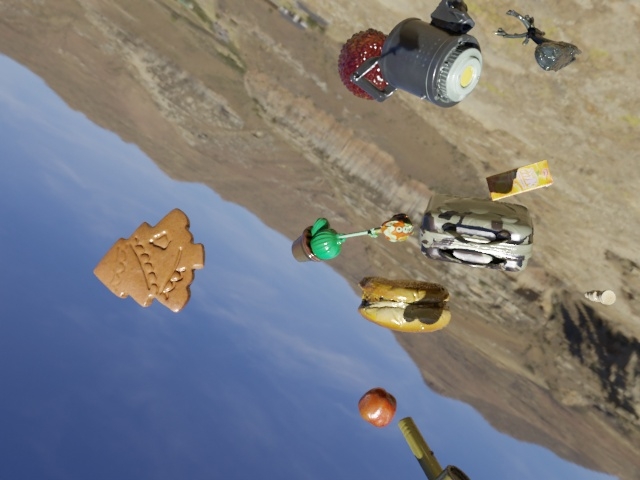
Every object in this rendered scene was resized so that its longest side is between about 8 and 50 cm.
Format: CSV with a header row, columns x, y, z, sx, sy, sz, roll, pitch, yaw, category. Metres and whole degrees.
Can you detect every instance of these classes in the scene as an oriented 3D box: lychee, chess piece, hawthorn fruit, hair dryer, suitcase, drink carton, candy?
x,y,z,sx,sy,sz,roll,pitch,yaw,category
0.204,-0.700,2.354,0.276,0.275,0.304,33,163,-33,lychee
0.673,0.135,1.429,0.035,0.035,0.092,34,176,-5,chess piece
0.185,0.532,1.880,0.128,0.128,0.128,34,-178,-2,hawthorn fruit
0.251,0.541,1.403,0.090,0.135,0.278,29,-164,-30,hair dryer
0.485,-0.028,1.825,0.352,0.193,0.339,9,-158,14,suitcase
0.739,-0.223,2.190,0.071,0.223,0.096,-13,-93,-74,drink carton
0.091,-0.015,1.042,0.056,0.048,0.185,5,171,-36,candy

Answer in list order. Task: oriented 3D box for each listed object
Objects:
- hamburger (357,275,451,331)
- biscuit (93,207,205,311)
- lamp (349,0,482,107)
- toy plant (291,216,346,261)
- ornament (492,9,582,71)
x,y,z,sx,sy,sz,roll,pitch,yaw,category
0.279,0.209,1.932,0.315,0.170,0.290,5,-179,-9,hamburger
-0.451,0.061,1.539,0.043,0.307,0.283,61,-160,-70,biscuit
0.309,-0.492,1.662,0.205,0.374,0.272,21,-149,-50,lamp
0.000,0.000,1.848,0.105,0.201,0.142,23,-129,-48,toy plant
0.573,-0.550,1.608,0.202,0.080,0.236,-23,-121,-43,ornament
